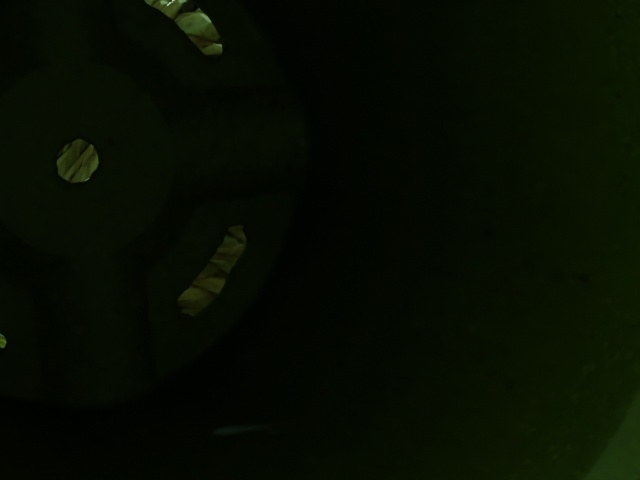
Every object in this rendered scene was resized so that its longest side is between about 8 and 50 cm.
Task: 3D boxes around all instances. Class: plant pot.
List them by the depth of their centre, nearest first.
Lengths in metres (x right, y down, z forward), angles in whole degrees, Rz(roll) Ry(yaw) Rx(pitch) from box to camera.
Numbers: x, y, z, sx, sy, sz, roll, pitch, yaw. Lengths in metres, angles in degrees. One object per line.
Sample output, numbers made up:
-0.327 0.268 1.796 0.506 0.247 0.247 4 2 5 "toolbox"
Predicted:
-0.035 -0.023 0.323 0.276 0.276 0.254 25 -7 -25 "plant pot"

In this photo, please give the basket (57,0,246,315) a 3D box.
-0.028 -0.036 0.670 0.299 0.213 0.223 24 5 -36 "basket"
